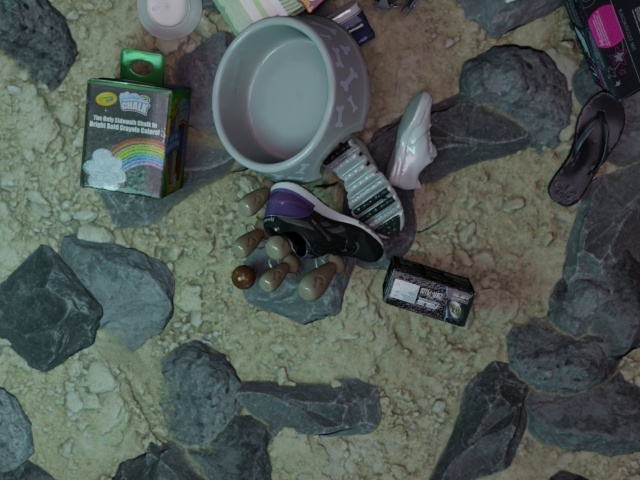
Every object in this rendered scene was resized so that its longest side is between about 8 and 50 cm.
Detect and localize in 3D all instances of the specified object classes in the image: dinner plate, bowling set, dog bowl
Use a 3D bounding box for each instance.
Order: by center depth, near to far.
[{"bbox_3d":[-0.072,-0.285,1.773,0.348,0.102,0.349,-1,89,35],"label":"dog bowl"},{"bbox_3d":[-0.321,-0.496,1.880,0.141,0.017,0.141,1,101,5],"label":"dinner plate"},{"bbox_3d":[-0.106,0.013,1.918,0.199,0.154,0.287,-25,102,40],"label":"bowling set"}]

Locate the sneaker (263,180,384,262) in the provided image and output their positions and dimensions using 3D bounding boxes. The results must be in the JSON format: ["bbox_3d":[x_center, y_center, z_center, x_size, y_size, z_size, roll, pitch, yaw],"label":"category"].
[{"bbox_3d":[0.000,0.000,1.830,0.283,0.107,0.124,29,59,-23],"label":"sneaker"}]

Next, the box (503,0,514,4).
[{"bbox_3d":[0.438,-0.665,1.777,0.232,0.058,0.322,-16,101,7],"label":"box"}]

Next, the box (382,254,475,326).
[{"bbox_3d":[0.227,0.106,1.892,0.180,0.147,0.078,17,102,0],"label":"box"}]

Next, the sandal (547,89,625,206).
[{"bbox_3d":[0.565,-0.187,1.859,0.097,0.054,0.255,21,102,0],"label":"sandal"}]

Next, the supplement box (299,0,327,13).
[{"bbox_3d":[-0.006,-0.507,1.804,0.083,0.043,0.055,-40,93,10],"label":"supplement box"}]

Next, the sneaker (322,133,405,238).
[{"bbox_3d":[0.088,-0.138,1.870,0.110,0.118,0.292,-28,105,21],"label":"sneaker"}]

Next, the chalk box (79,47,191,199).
[{"bbox_3d":[-0.379,-0.249,1.851,0.180,0.179,0.289,9,100,3],"label":"chalk box"}]

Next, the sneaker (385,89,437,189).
[{"bbox_3d":[0.210,-0.209,1.878,0.094,0.080,0.212,14,109,-11],"label":"sneaker"}]

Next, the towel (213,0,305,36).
[{"bbox_3d":[-0.086,-0.582,1.839,0.324,0.038,0.248,-31,97,10],"label":"towel"}]

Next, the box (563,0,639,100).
[{"bbox_3d":[0.593,-0.432,1.741,0.163,0.142,0.247,-27,115,8],"label":"box"}]

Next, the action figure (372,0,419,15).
[{"bbox_3d":[0.128,-0.569,1.772,0.285,0.099,0.185,27,71,-30],"label":"action figure"}]

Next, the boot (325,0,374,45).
[{"bbox_3d":[0.016,-0.415,1.849,0.190,0.069,0.086,-25,117,18],"label":"boot"}]
